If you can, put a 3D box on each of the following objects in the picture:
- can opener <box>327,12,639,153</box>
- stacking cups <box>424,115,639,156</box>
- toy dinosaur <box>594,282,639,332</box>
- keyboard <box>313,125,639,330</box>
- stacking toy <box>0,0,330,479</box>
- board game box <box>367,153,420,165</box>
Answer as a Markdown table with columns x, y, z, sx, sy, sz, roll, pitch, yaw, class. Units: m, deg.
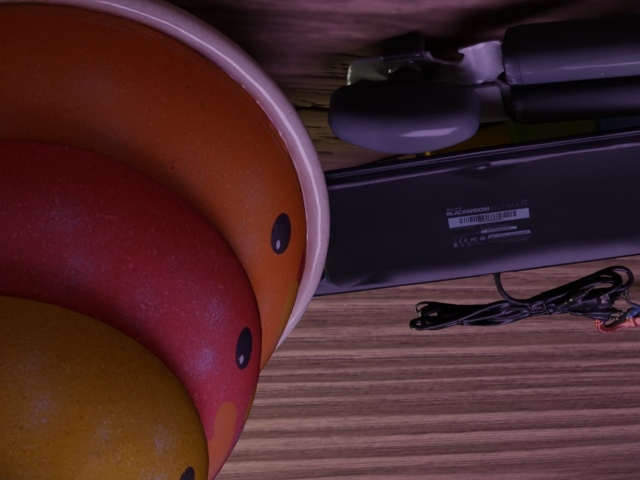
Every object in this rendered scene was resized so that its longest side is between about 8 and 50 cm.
| x | y | z | sx | sy | sz | roll | pitch | yaw | class |
| --- | --- | --- | --- | --- | --- | --- | --- | --- | --- |
| 0.148 | -0.099 | 0.886 | 0.281 | 0.093 | 0.074 | -6 | 141 | 15 | can opener |
| 0.240 | -0.077 | 1.002 | 0.316 | 0.096 | 0.096 | -16 | 151 | 1 | stacking cups |
| 0.313 | 0.070 | 1.301 | 0.082 | 0.090 | 0.047 | -38 | 137 | -16 | toy dinosaur |
| 0.123 | 0.000 | 0.952 | 0.317 | 0.033 | 0.201 | -7 | 138 | 8 | keyboard |
| -0.164 | 0.107 | 0.704 | 0.351 | 0.479 | 0.350 | -1 | 127 | -1 | stacking toy |
| 0.000 | 0.000 | 1.095 | 0.201 | 0.035 | 0.136 | -15 | 151 | 7 | board game box |
